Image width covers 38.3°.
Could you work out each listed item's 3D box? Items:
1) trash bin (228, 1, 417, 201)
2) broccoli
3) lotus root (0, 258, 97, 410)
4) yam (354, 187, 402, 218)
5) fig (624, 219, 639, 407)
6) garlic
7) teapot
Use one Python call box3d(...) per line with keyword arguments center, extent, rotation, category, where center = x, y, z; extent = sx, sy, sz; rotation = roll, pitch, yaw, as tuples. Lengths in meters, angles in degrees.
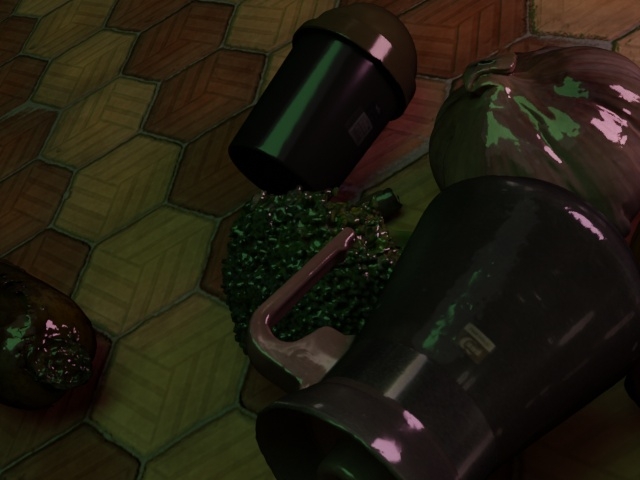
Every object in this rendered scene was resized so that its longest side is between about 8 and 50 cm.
box3d(center=(0.018, -0.222, 1.441), extent=(0.214, 0.214, 0.334), rotation=(21, 71, 42), category="trash bin")
box3d(center=(0.017, 0.078, 1.162), extent=(0.375, 0.302, 0.249), rotation=(-16, 60, 57), category="broccoli")
box3d(center=(-0.478, 0.143, 1.423), extent=(0.397, 0.179, 0.196), rotation=(16, 77, 45), category="lotus root")
box3d(center=(0.000, 0.000, 1.357), extent=(0.264, 0.046, 0.046), rotation=(-30, 42, 2), category="yam")
box3d(center=(0.411, 0.060, 0.931), extent=(0.224, 0.224, 0.263), rotation=(6, 85, 35), category="fig")
box3d(center=(0.287, -0.129, 1.191), extent=(0.322, 0.241, 0.322), rotation=(-2, 54, 3), category="garlic")
box3d(center=(0.108, 0.102, 0.856), extent=(0.300, 0.253, 0.344), rotation=(34, 54, 21), category="teapot")
